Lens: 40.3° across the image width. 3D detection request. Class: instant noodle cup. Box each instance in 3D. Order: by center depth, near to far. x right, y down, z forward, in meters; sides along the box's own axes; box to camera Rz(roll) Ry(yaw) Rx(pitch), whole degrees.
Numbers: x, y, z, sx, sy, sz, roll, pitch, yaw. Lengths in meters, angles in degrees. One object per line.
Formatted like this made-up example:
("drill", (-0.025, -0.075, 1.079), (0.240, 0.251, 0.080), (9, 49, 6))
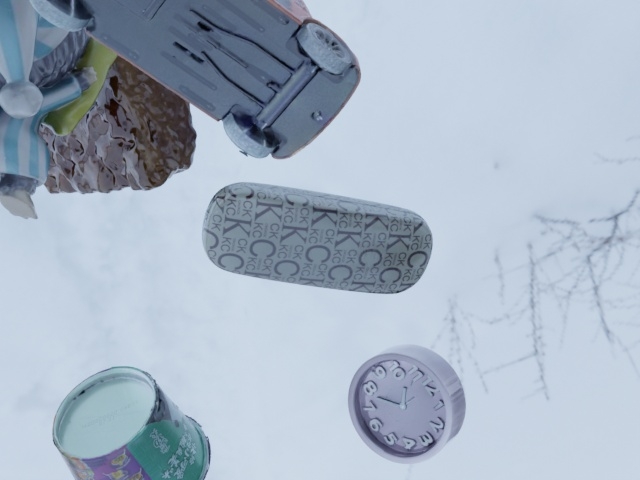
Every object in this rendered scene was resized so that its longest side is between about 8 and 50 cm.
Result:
("instant noodle cup", (-0.342, 0.353, 1.542), (0.251, 0.251, 0.190), (-18, 131, 2))

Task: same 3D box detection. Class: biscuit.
("biscuit", (-0.392, -0.278, 1.505), (0.343, 0.395, 0.166), (3, -158, 44))

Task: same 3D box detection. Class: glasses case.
("glasses case", (0.000, 0.000, 1.297), (0.355, 0.085, 0.137), (9, 114, -19))

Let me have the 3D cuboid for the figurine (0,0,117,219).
("figurine", (-0.457, -0.262, 1.130), (0.266, 0.361, 0.377), (5, 162, 7))

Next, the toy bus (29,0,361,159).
("toy bus", (-0.119, -0.225, 0.843), (0.329, 0.153, 0.143), (32, 119, -23))

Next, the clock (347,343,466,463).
("clock", (0.148, 0.281, 1.508), (0.197, 0.197, 0.068), (-35, 170, 28))
